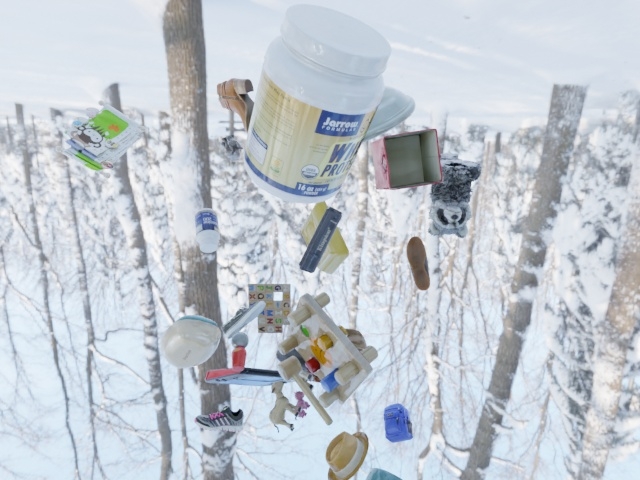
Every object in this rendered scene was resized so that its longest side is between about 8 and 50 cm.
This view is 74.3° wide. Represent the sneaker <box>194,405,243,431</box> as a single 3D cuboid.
[{"bbox_3d":[-0.329,0.583,1.398,0.170,0.075,0.063,15,177,-23],"label":"sneaker"}]

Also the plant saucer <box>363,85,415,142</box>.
[{"bbox_3d":[0.056,-0.360,1.173,0.400,0.101,0.400,-17,-152,9],"label":"plant saucer"}]

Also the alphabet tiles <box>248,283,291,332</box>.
[{"bbox_3d":[-0.235,0.315,1.957,0.198,0.237,0.009,0,-172,1],"label":"alphabet tiles"}]

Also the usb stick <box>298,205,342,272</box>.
[{"bbox_3d":[0.000,0.000,1.685,0.077,0.278,0.045,25,-175,-24],"label":"usb stick"}]

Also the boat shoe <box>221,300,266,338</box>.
[{"bbox_3d":[-0.327,0.317,1.770,0.070,0.219,0.078,50,-177,20],"label":"boat shoe"}]

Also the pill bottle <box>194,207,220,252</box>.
[{"bbox_3d":[-0.327,-0.028,1.223,0.067,0.067,0.120,-2,-122,-20],"label":"pill bottle"}]

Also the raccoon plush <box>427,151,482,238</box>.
[{"bbox_3d":[0.580,-0.197,1.824,0.216,0.299,0.446,8,-157,25],"label":"raccoon plush"}]

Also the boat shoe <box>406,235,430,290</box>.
[{"bbox_3d":[0.371,0.088,1.601,0.073,0.207,0.073,-8,177,17],"label":"boat shoe"}]

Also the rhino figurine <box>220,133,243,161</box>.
[{"bbox_3d":[-0.386,-0.410,1.865,0.073,0.106,0.243,-28,-172,-11],"label":"rhino figurine"}]

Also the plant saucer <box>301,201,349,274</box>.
[{"bbox_3d":[0.002,-0.006,2.200,0.080,0.333,0.333,-19,164,-22],"label":"plant saucer"}]

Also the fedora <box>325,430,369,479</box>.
[{"bbox_3d":[0.075,0.712,1.420,0.194,0.079,0.194,-42,-171,8],"label":"fedora"}]

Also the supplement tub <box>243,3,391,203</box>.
[{"bbox_3d":[-0.014,-0.254,0.823,0.228,0.316,0.228,12,-136,-12],"label":"supplement tub"}]

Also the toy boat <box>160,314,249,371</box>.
[{"bbox_3d":[-0.406,0.367,1.518,0.318,0.267,0.148,24,-141,-27],"label":"toy boat"}]

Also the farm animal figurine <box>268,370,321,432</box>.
[{"bbox_3d":[-0.101,0.564,1.731,0.172,0.327,0.330,23,-144,20],"label":"farm animal figurine"}]

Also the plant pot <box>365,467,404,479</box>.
[{"bbox_3d":[0.241,1.015,1.503,0.292,0.293,0.235,13,-136,36],"label":"plant pot"}]

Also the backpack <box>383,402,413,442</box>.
[{"bbox_3d":[0.283,0.664,1.557,0.097,0.101,0.120,-20,-141,23],"label":"backpack"}]

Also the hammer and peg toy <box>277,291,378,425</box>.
[{"bbox_3d":[0.005,0.326,1.154,0.127,0.361,0.266,-30,-115,-32],"label":"hammer and peg toy"}]

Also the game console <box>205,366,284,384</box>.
[{"bbox_3d":[-0.310,0.647,1.993,0.386,0.060,0.342,20,152,-39],"label":"game console"}]

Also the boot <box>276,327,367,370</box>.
[{"bbox_3d":[0.005,0.361,1.417,0.305,0.112,0.115,-1,-139,-2],"label":"boot"}]

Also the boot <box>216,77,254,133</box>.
[{"bbox_3d":[-0.299,-0.478,1.518,0.152,0.197,0.073,8,-160,34],"label":"boot"}]

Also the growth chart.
[{"bbox_3d":[-0.596,-0.282,1.149,0.171,0.021,0.237,26,-129,-11],"label":"growth chart"}]

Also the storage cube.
[{"bbox_3d":[0.299,-0.280,1.498,0.214,0.184,0.193,-10,-172,-7],"label":"storage cube"}]
